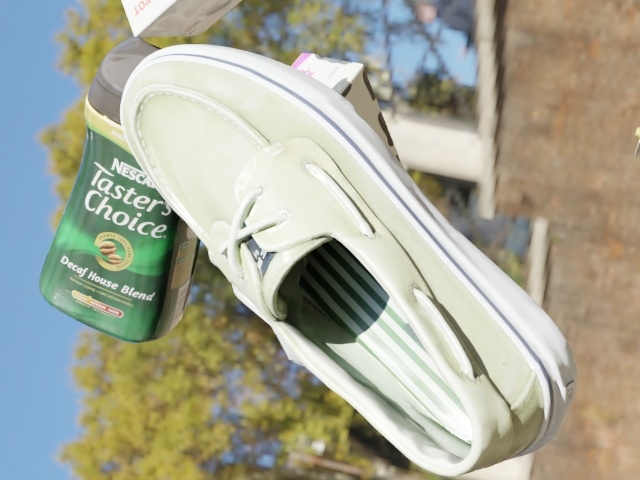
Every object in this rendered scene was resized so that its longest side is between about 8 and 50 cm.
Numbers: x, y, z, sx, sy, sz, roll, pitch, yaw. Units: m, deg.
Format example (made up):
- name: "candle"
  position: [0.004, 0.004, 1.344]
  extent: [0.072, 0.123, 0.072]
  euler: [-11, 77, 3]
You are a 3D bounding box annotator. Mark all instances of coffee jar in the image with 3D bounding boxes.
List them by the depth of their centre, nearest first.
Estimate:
- name: "coffee jar"
  position: [-0.112, -0.032, 1.015]
  extent: [0.079, 0.096, 0.184]
  euler: [-52, -16, -59]

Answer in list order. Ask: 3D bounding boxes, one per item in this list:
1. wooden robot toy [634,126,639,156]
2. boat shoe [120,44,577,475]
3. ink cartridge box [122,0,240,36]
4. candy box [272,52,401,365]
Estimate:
- name: "wooden robot toy"
  position: [0.295, -0.135, 1.207]
  extent: [0.076, 0.079, 0.173]
  euler: [-28, -44, -79]
- name: "boat shoe"
  position: [0.000, 0.000, 0.821]
  extent: [0.094, 0.302, 0.109]
  euler: [-17, -38, -57]
- name: "ink cartridge box"
  position: [-0.158, -0.345, 1.706]
  extent: [0.093, 0.160, 0.219]
  euler: [-11, -105, -42]
- name: "candy box"
  position: [0.003, -0.019, 1.366]
  extent: [0.159, 0.071, 0.233]
  euler: [-51, -43, -28]
